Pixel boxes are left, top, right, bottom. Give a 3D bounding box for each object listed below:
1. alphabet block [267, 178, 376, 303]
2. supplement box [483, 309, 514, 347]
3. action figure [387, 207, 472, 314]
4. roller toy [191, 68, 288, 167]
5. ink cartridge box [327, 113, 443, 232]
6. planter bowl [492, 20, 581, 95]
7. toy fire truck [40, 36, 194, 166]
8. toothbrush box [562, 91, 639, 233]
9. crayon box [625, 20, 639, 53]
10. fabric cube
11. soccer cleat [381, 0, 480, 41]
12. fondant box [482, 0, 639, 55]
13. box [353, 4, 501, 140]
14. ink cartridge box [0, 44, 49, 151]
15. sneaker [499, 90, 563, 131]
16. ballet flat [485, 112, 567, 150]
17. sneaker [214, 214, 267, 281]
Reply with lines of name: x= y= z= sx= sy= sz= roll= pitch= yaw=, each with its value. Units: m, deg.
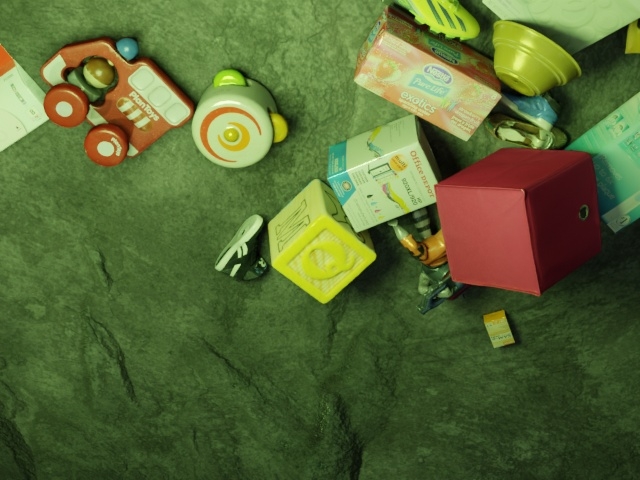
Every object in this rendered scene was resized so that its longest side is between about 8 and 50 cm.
alphabet block: x=0.000 y=0.000 z=2.050 sx=0.192 sy=0.197 sz=0.193 roll=37 pitch=110 yaw=-24
supplement box: x=0.500 y=0.248 z=2.300 sx=0.062 sy=0.036 sz=0.098 roll=-18 pitch=121 yaw=15
action figure: x=0.339 y=0.010 z=2.118 sx=0.341 sy=0.178 sz=0.330 roll=-31 pitch=128 yaw=-12
roller toy: x=-0.199 y=-0.273 z=1.931 sx=0.209 sy=0.146 sz=0.191 roll=37 pitch=119 yaw=-20
ink cartridge box: x=0.157 y=-0.163 z=1.969 sx=0.232 sy=0.168 sz=0.171 roll=-21 pitch=119 yaw=15
planter bowl: x=0.443 y=-0.375 z=1.775 sx=0.217 sy=0.217 sz=0.090 roll=33 pitch=92 yaw=-17
toy fire truck: x=-0.472 y=-0.339 z=1.894 sx=0.254 sy=0.169 sz=0.302 roll=-34 pitch=116 yaw=18
toothbrush box: x=0.746 y=-0.195 z=1.942 sx=0.295 sy=0.126 sz=0.216 roll=-39 pitch=113 yaw=23
crayon box: x=0.814 y=-0.513 z=1.754 sx=0.318 sy=0.081 sz=0.202 roll=-2 pitch=123 yaw=4
fabric cube: x=0.456 y=-0.052 z=1.889 sx=0.259 sy=0.258 sz=0.254 roll=9 pitch=118 yaw=48
soccer cleat: x=0.233 y=-0.530 z=1.770 sx=0.289 sy=0.093 sz=0.121 roll=26 pitch=118 yaw=-13
fondant box: x=0.530 y=-0.524 z=1.660 sx=0.238 sy=0.096 sz=0.330 roll=31 pitch=145 yaw=-26
box: x=0.238 y=-0.372 z=1.828 sx=0.300 sy=0.154 sz=0.142 roll=26 pitch=129 yaw=-12
ink cartridge box: x=-0.781 y=-0.349 z=1.971 sx=0.189 sy=0.066 sz=0.232 roll=-28 pitch=122 yaw=20
sneaker: x=0.490 y=-0.327 z=1.913 sx=0.152 sy=0.058 sz=0.085 roll=32 pitch=101 yaw=4
ballet flat: x=0.492 y=-0.246 z=1.956 sx=0.206 sy=0.067 sz=0.073 roll=12 pitch=121 yaw=-5
sneaker: x=-0.176 y=0.026 z=2.175 sx=0.121 sy=0.079 sz=0.217 roll=29 pitch=128 yaw=-19
